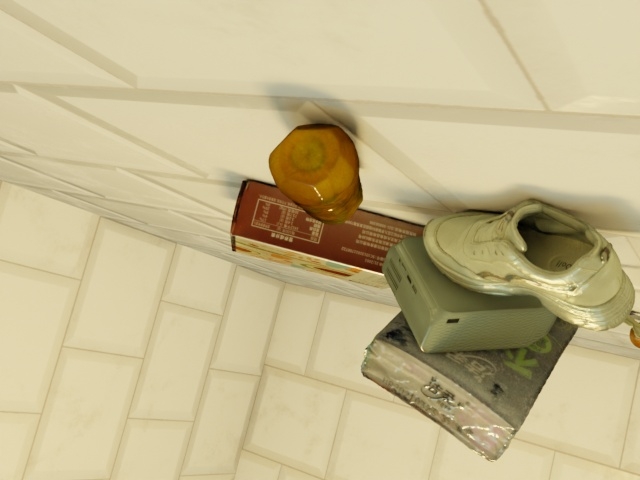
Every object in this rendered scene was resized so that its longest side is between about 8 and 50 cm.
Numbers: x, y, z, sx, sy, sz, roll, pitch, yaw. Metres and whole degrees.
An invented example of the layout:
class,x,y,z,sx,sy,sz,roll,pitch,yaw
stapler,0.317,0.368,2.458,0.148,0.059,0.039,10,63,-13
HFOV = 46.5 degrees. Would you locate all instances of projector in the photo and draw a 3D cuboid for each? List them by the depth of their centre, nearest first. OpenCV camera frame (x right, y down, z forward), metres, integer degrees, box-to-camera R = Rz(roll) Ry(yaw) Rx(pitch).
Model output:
class,x,y,z,sx,sy,sz,roll,pitch,yaw
projector,0.257,0.091,1.314,0.250,0.108,0.198,-1,-139,-21

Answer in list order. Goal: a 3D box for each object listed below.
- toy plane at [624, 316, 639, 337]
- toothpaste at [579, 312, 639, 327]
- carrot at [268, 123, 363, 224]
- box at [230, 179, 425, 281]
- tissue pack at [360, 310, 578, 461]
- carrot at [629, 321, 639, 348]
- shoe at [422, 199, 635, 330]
class,x,y,z,sx,sy,sz,roll,pitch,yaw
toy plane,0.522,0.110,1.408,0.108,0.092,0.286,-17,-145,-23
toothpaste,0.757,0.205,2.037,0.096,0.061,0.266,18,165,-14
carrot,0.004,-0.089,1.032,0.114,0.114,0.302,14,176,7
box,0.000,0.000,1.639,0.385,0.122,0.344,15,173,-4
tissue pack,0.293,0.192,1.398,0.288,0.124,0.394,30,-144,19
carrot,0.905,0.255,1.978,0.087,0.087,0.193,16,171,-15
shoe,0.296,0.003,1.124,0.342,0.132,0.210,22,160,34
